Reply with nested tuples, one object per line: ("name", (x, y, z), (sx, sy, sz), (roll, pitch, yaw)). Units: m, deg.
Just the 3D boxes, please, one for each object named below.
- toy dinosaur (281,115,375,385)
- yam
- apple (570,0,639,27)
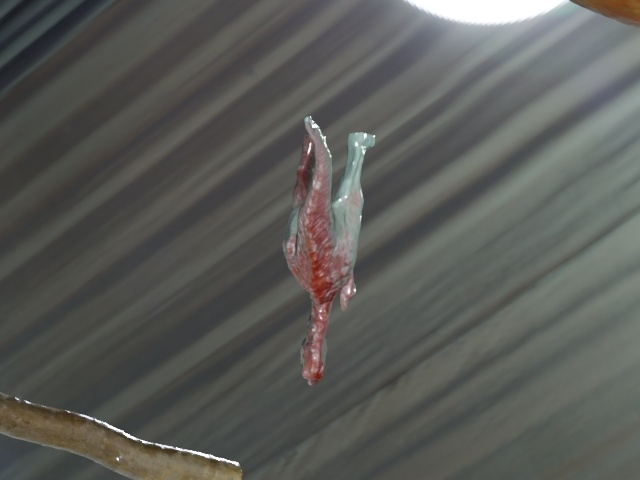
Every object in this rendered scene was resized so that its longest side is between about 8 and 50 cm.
("toy dinosaur", (0.000, 0.000, 0.804), (0.242, 0.053, 0.167), (84, 15, -77))
("yam", (-0.223, 0.192, 1.160), (0.327, 0.045, 0.045), (22, -8, -28))
("apple", (0.205, -0.237, 0.604), (0.301, 0.301, 0.301), (51, 12, -16))
